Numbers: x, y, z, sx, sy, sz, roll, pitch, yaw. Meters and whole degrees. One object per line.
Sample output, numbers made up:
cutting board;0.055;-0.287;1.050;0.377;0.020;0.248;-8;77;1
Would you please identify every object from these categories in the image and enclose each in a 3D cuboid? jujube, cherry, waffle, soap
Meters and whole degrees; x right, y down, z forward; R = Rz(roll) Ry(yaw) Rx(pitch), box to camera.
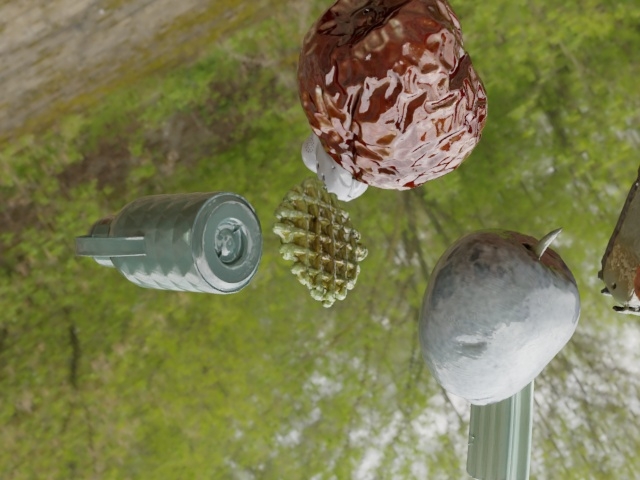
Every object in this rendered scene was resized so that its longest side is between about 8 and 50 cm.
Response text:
jujube;0.085;-0.170;1.187;0.213;0.232;0.213;-16;-133;17
cherry;0.260;0.099;1.505;0.296;0.218;0.255;-66;166;15
waffle;0.000;0.000;1.544;0.036;0.183;0.169;-20;-155;39
soap;0.323;0.334;1.861;0.066;0.198;0.119;9;172;-25

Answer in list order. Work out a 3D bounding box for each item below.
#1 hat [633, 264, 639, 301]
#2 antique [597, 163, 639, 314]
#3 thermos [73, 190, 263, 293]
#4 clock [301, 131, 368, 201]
hat;0.720;0.053;1.628;0.400;0.285;0.285;-37;-173;9
antique;0.599;0.004;1.847;0.125;0.150;0.284;-111;-142;-56
thermos;-0.239;0.005;1.509;0.286;0.145;0.182;-1;-176;39
clock;0.022;-0.128;1.720;0.080;0.176;0.117;-6;141;-22
